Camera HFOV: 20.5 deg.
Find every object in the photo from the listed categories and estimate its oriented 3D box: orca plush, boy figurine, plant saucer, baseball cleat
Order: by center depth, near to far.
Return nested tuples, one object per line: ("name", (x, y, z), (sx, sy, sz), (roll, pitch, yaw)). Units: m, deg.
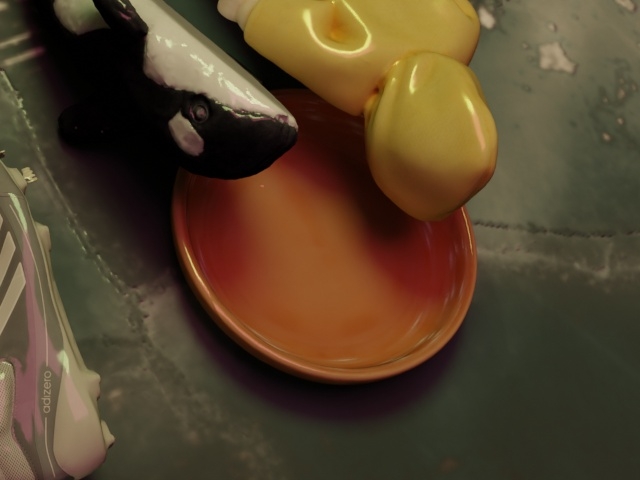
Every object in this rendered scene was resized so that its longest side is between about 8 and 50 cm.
("baseball cleat", (-0.188, 0.041, 0.967), (0.109, 0.072, 0.206), (-17, 68, -23))
("orca plush", (-0.139, -0.111, 1.054), (0.287, 0.151, 0.102), (40, 96, 15))
("plant saucer", (0.000, 0.000, 1.094), (0.200, 0.037, 0.200), (10, 59, -18))
("boy figurine", (0.028, -0.135, 1.109), (0.177, 0.092, 0.285), (-16, 59, -39))
